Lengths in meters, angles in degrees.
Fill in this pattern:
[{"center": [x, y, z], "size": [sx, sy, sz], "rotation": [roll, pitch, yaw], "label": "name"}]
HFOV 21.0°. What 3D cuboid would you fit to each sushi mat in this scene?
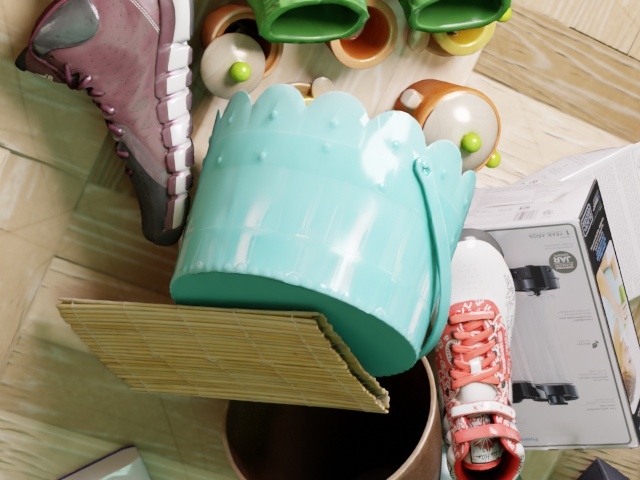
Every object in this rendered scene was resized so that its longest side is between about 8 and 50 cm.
[{"center": [-0.098, 0.107, 1.635], "size": [0.151, 0.316, 0.019], "rotation": [54, 50, -42], "label": "sushi mat"}]

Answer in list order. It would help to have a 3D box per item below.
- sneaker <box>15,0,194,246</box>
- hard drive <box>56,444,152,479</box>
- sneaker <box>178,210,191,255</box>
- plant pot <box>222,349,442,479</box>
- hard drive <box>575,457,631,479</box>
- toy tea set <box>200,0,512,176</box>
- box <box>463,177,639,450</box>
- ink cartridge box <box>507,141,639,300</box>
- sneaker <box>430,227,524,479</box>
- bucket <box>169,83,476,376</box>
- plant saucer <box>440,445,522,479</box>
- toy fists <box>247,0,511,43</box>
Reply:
[{"center": [-0.203, -0.131, 1.615], "size": [0.162, 0.106, 0.281], "rotation": [-2, 105, -11], "label": "sneaker"}, {"center": [-0.233, 0.394, 1.822], "size": [0.210, 0.040, 0.319], "rotation": [-25, 117, -12], "label": "hard drive"}, {"center": [-0.099, 0.057, 1.725], "size": [0.069, 0.084, 0.186], "rotation": [-11, 113, -19], "label": "sneaker"}, {"center": [0.037, 0.228, 1.753], "size": [0.215, 0.215, 0.230], "rotation": [-34, 141, -7], "label": "plant pot"}, {"center": [0.360, 0.391, 2.058], "size": [0.172, 0.054, 0.254], "rotation": [-47, 119, 0], "label": "hard drive"}, {"center": [0.044, -0.151, 1.681], "size": [0.336, 0.124, 0.200], "rotation": [-7, 112, -20], "label": "toy tea set"}, {"center": [0.237, 0.084, 1.823], "size": [0.169, 0.087, 0.290], "rotation": [-6, 119, 27], "label": "box"}, {"center": [0.322, -0.021, 1.893], "size": [0.224, 0.056, 0.181], "rotation": [-27, 117, -16], "label": "ink cartridge box"}, {"center": [0.160, 0.130, 1.725], "size": [0.090, 0.145, 0.270], "rotation": [-6, 126, -3], "label": "sneaker"}, {"center": [0.000, 0.000, 1.608], "size": [0.281, 0.281, 0.183], "rotation": [29, 67, -29], "label": "bucket"}, {"center": [0.154, 0.324, 1.959], "size": [0.194, 0.037, 0.195], "rotation": [-8, 111, -20], "label": "plant saucer"}, {"center": [0.049, -0.275, 1.626], "size": [0.279, 0.142, 0.096], "rotation": [-8, 154, -19], "label": "toy fists"}]
